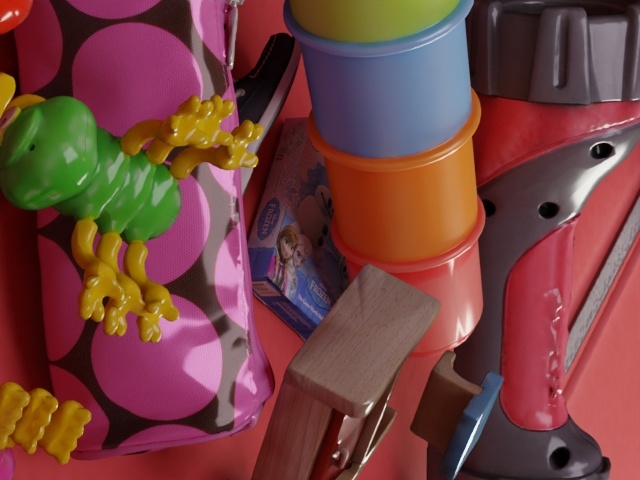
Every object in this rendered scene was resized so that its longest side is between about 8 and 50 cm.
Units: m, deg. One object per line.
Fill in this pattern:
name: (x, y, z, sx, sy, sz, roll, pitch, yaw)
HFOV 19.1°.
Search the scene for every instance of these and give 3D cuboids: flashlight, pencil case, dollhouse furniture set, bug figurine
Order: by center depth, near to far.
bug figurine: (-0.142, 0.010, 0.630, 0.216, 0.072, 0.279, 31, 88, -51)
pencil case: (-0.068, -0.019, 0.764, 0.095, 0.098, 0.209, -73, 159, -81)
dollhouse furniture set: (0.026, 0.137, 0.804, 0.129, 0.129, 0.183, -51, 164, -44)
flashlight: (0.118, 0.024, 0.980, 0.103, 0.103, 0.304, -8, 107, -26)

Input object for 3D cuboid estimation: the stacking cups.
stacking cups: (0.022, -0.079, 0.844, 0.096, 0.096, 0.316, -53, 147, -44)

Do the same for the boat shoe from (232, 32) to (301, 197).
boat shoe: (-0.042, -0.051, 0.864, 0.046, 0.038, 0.125, 117, -4, -59)

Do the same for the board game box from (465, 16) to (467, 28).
board game box: (0.091, -0.079, 1.059, 0.141, 0.048, 0.170, -53, 131, -45)

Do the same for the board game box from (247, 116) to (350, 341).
board game box: (0.000, 0.000, 0.941, 0.090, 0.020, 0.090, 45, 52, -47)
